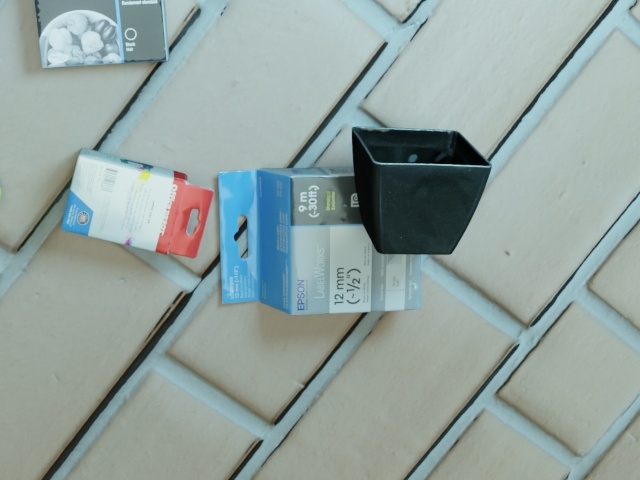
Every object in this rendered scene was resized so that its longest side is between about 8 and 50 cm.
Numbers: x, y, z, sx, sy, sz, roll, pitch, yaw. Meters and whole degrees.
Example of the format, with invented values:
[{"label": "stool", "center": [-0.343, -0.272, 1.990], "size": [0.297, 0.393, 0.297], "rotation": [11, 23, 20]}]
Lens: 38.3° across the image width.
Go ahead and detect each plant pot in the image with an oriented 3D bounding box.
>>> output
[{"label": "plant pot", "center": [0.151, -0.077, 1.492], "size": [0.188, 0.187, 0.167], "rotation": [0, 114, -10]}]

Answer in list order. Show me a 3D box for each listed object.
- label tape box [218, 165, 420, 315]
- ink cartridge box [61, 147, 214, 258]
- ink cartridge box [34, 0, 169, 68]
[{"label": "label tape box", "center": [0.000, 0.000, 1.623], "size": [0.347, 0.115, 0.249], "rotation": [-3, 103, -11]}, {"label": "ink cartridge box", "center": [-0.309, -0.062, 1.569], "size": [0.231, 0.078, 0.134], "rotation": [14, 101, -13]}, {"label": "ink cartridge box", "center": [-0.358, -0.391, 1.497], "size": [0.206, 0.045, 0.208], "rotation": [-5, 103, -8]}]
